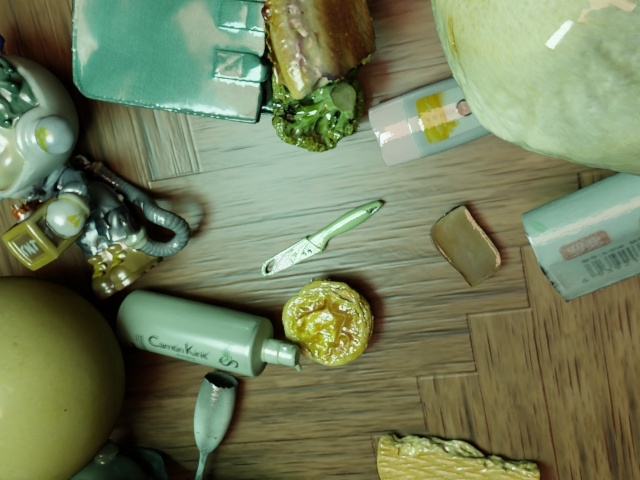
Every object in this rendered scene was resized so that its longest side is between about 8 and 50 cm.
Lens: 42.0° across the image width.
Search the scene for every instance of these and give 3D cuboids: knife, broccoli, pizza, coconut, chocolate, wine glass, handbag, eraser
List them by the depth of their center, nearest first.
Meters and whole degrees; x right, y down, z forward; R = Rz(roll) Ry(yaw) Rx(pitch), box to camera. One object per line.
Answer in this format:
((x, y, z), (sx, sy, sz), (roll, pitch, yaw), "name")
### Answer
((0.307, -0.252, 0.798), (0.344, 0.415, 0.415), (-23, 100, 51), "coconut")
((0.364, -0.018, 0.958), (0.227, 0.174, 0.081), (-25, 56, 19), "eraser")
((0.001, -0.294, 0.959), (0.085, 0.161, 0.306), (-10, 63, 40), "pizza")
((0.000, -0.173, 1.027), (0.131, 0.120, 0.130), (10, 92, -27), "broccoli")
((-0.174, -0.294, 1.059), (0.274, 0.100, 0.269), (6, 103, 13), "handbag")
((0.187, 0.006, 1.075), (0.064, 0.031, 0.101), (-42, 96, 4), "chocolate")
((0.000, 0.000, 1.135), (0.207, 0.014, 0.030), (-29, 96, 22), "knife")
((-0.166, 0.290, 1.241), (0.066, 0.066, 0.198), (17, 107, 10), "wine glass")

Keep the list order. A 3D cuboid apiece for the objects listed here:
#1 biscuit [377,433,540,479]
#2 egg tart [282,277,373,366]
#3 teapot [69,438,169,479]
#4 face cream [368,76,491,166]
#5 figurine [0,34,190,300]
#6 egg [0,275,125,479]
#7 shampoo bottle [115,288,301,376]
((0.189, 0.347, 1.171), (0.224, 0.033, 0.145), (6, 109, 14), "biscuit")
((0.012, 0.107, 1.141), (0.130, 0.052, 0.130), (5, 108, 15), "egg tart")
((-0.343, 0.430, 1.272), (0.305, 0.223, 0.285), (8, 102, 42), "teapot")
((0.161, -0.157, 1.021), (0.198, 0.057, 0.084), (-18, 99, 19), "face cream")
((-0.382, -0.089, 1.130), (0.261, 0.186, 0.382), (-26, 103, 31), "figurine")
((-0.429, 0.201, 1.150), (0.301, 0.301, 0.374), (58, 151, -6), "egg")
((-0.153, 0.133, 1.162), (0.262, 0.085, 0.085), (11, 108, 19), "shampoo bottle")
